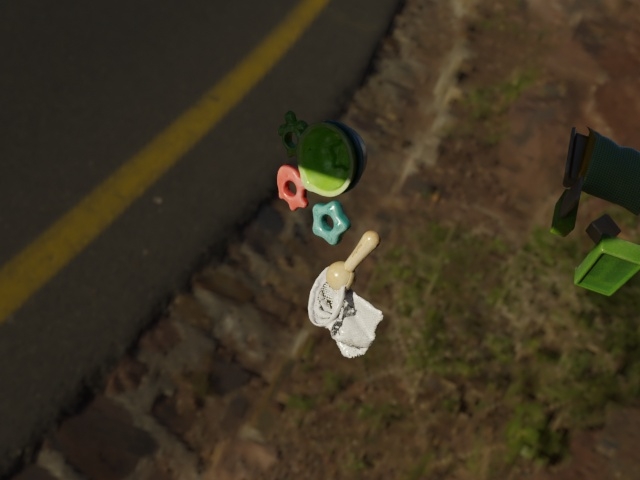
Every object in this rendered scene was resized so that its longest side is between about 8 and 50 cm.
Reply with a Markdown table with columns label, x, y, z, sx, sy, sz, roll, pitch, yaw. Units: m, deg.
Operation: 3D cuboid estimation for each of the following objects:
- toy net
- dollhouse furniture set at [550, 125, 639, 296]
| label | x | y | z | sx | sy | sz | roll | pitch | yaw |
| --- | --- | --- | --- | --- | --- | --- | --- | --- | --- |
| toy net | 0.000 | 0.000 | 1.319 | 0.122 | 0.232 | 0.045 | 9 | 18 | 39 |
| dollhouse furniture set | 0.232 | -0.036 | 1.134 | 0.076 | 0.058 | 0.152 | 20 | 57 | -6 |
